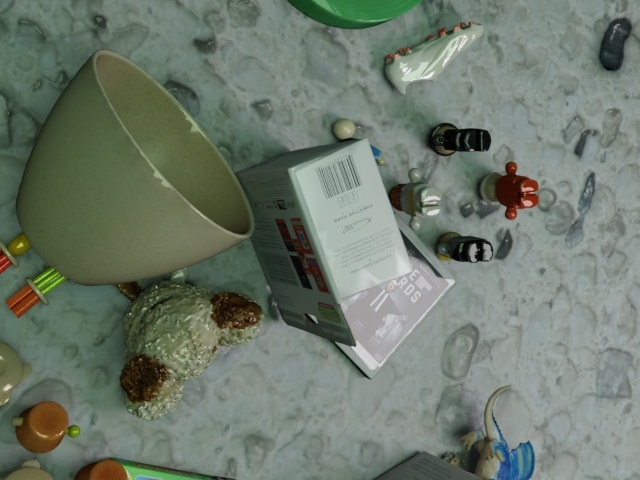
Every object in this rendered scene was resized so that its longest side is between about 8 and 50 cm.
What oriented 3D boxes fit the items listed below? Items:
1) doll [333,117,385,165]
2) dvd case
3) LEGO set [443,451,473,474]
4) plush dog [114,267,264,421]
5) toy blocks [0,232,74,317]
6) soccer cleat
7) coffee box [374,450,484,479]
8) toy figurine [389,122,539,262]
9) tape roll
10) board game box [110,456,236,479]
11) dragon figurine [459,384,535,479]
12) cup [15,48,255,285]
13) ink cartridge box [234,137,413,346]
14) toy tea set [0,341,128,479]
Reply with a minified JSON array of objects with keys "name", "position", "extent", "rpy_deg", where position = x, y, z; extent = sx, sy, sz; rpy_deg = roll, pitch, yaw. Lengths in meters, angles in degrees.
[{"name":"doll","position":[0.052,-0.113,1.550],"extent":[0.129,0.046,0.188],"rpy_deg":[-11,96,-21]},{"name":"dvd case","position":[0.105,0.095,1.587],"extent":[0.238,0.030,0.179],"rpy_deg":[-47,107,-13]},{"name":"LEGO set","position":[0.244,0.409,1.658],"extent":[0.054,0.023,0.083],"rpy_deg":[-24,113,-17]},{"name":"plush dog","position":[-0.214,0.134,1.360],"extent":[0.262,0.225,0.210],"rpy_deg":[-41,105,-15]},{"name":"toy blocks","position":[-0.460,0.060,1.355],"extent":[0.148,0.054,0.123],"rpy_deg":[-38,104,-16]},{"name":"soccer cleat","position":[0.203,-0.320,1.595],"extent":[0.196,0.068,0.076],"rpy_deg":[-27,106,-11]},{"name":"coffee box","position":[0.170,0.597,1.463],"extent":[0.338,0.338,0.334],"rpy_deg":[-27,102,-19]},{"name":"toy figurine","position":[0.241,-0.080,1.578],"extent":[0.213,0.148,0.209],"rpy_deg":[40,84,-20]},{"name":"tape roll","position":[0.056,-0.518,1.523],"extent":[0.321,0.077,0.321],"rpy_deg":[-1,93,-21]},{"name":"board game box","position":[-0.268,0.521,1.449],"extent":[0.214,0.046,0.317],"rpy_deg":[16,86,-22]},{"name":"dragon figurine","position":[0.325,0.393,1.641],"extent":[0.144,0.085,0.289],"rpy_deg":[6,91,-38]},{"name":"cup","position":[-0.289,-0.070,1.304],"extent":[0.237,0.331,0.331],"rpy_deg":[-37,105,11]},{"name":"ink cartridge box","position":[0.000,0.000,1.394],"extent":[0.130,0.309,0.271],"rpy_deg":[-23,101,-19]},{"name":"toy tea set","position":[-0.447,0.317,1.341],"extent":[0.336,0.124,0.200],"rpy_deg":[45,49,-4]}]
